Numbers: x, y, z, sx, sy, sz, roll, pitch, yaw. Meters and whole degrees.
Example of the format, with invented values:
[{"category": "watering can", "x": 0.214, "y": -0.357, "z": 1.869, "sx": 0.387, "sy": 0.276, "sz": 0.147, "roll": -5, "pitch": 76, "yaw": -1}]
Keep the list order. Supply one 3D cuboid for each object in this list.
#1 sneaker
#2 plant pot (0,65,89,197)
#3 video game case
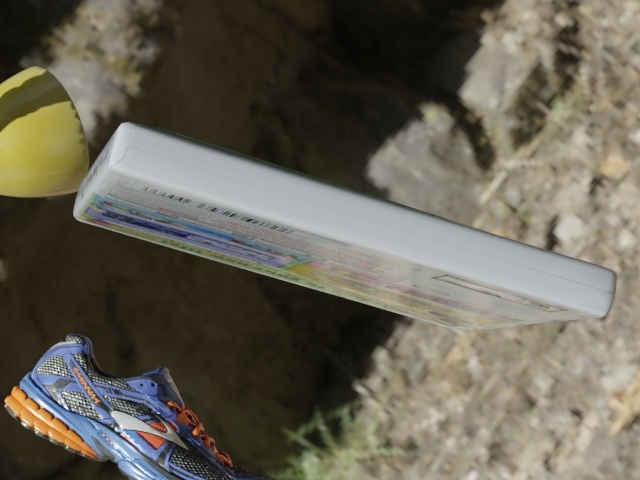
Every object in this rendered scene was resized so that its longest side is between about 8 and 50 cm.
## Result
[{"category": "sneaker", "x": -0.120, "y": 0.138, "z": 1.242, "sx": 0.087, "sy": 0.221, "sz": 0.083, "roll": -63, "pitch": -3, "yaw": -8}, {"category": "plant pot", "x": -0.308, "y": -0.097, "z": 1.693, "sx": 0.095, "sy": 0.134, "sz": 0.134, "roll": -24, "pitch": 12, "yaw": -32}, {"category": "video game case", "x": 0.000, "y": 0.000, "z": 0.758, "sx": 0.193, "sy": 0.212, "sz": 0.023, "roll": 158, "pitch": 128, "yaw": -76}]
